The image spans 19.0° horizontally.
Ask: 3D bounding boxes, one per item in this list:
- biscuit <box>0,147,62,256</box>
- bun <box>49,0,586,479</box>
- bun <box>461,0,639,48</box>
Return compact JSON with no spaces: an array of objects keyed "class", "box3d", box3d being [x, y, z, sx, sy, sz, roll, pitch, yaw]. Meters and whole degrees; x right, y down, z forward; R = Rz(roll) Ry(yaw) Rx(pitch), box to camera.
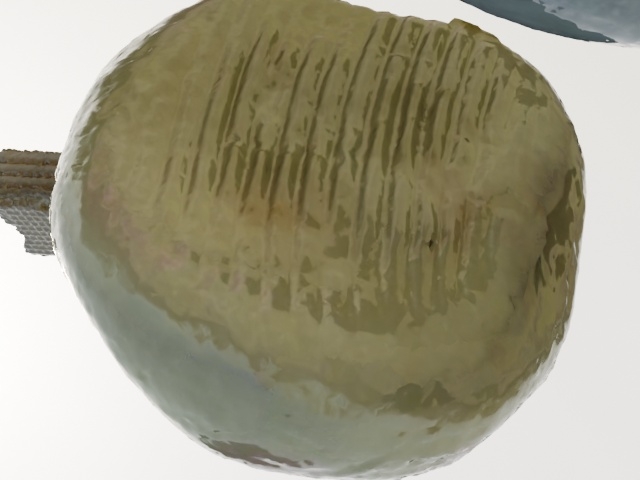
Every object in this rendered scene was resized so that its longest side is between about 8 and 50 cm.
[{"class":"biscuit","box3d":[-0.182,-0.026,1.684,0.108,0.239,0.062,56,-133,-48]},{"class":"bun","box3d":[0.000,0.000,1.213,0.361,0.213,0.361,3,-134,-4]},{"class":"bun","box3d":[0.159,-0.250,0.871,0.354,0.354,0.194,49,165,17]}]
